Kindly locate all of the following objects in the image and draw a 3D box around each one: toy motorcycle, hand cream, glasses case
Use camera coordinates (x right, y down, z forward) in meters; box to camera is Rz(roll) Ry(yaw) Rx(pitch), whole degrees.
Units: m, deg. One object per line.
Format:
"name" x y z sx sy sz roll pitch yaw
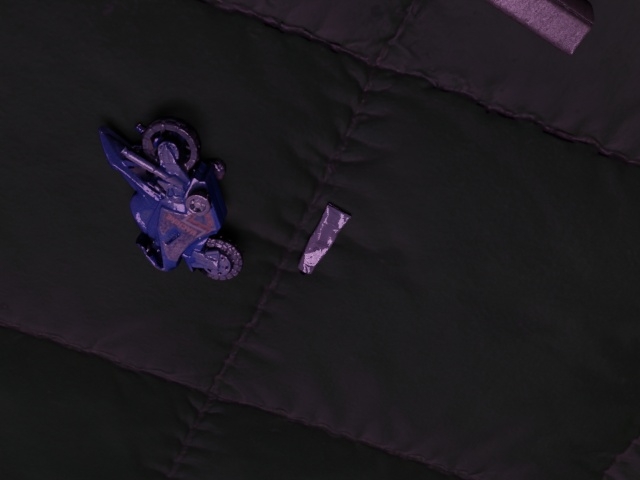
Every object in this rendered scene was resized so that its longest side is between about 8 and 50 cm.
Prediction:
"toy motorcycle" -0.155 -0.038 1.215 0.114 0.076 0.205 -8 123 16
"hand cream" 0.000 0.000 1.267 0.030 0.019 0.093 25 115 -12
"glasses case" 0.156 -0.249 1.054 0.205 0.071 0.047 30 117 -16
